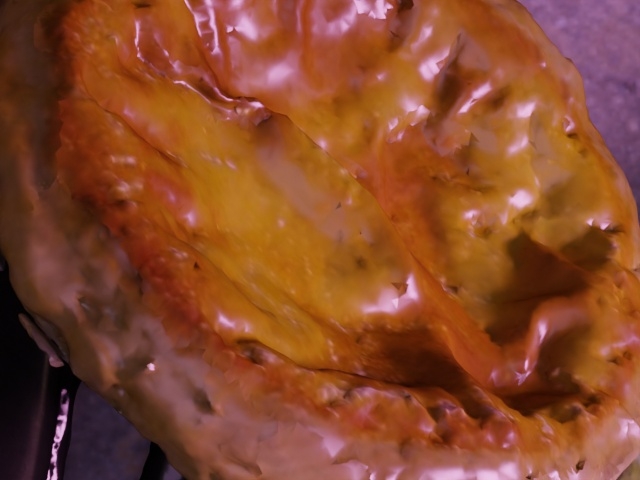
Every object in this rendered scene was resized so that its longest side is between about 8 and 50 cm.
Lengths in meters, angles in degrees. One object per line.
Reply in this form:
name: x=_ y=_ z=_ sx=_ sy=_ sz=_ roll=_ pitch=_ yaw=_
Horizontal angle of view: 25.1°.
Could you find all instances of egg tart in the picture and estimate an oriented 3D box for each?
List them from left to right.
egg tart: x=-0.001 y=0.000 z=0.631 sx=0.341 sy=0.132 sz=0.341 roll=18 pitch=53 yaw=-25

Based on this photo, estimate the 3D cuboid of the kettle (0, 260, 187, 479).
kettle: x=-0.185 y=0.090 z=0.618 sx=0.251 sy=0.207 sz=0.271 roll=19 pitch=79 yaw=3
